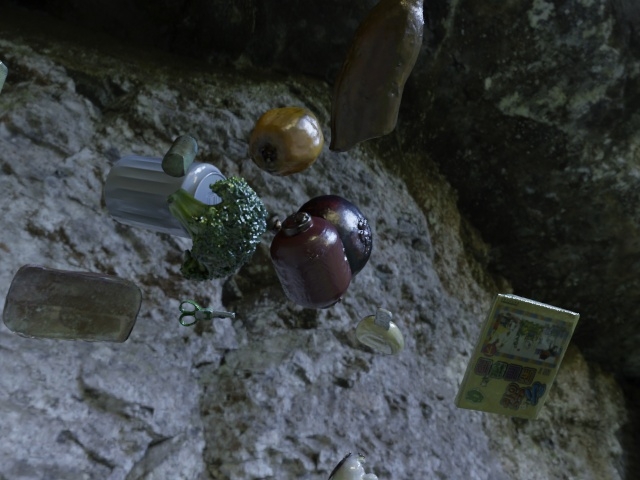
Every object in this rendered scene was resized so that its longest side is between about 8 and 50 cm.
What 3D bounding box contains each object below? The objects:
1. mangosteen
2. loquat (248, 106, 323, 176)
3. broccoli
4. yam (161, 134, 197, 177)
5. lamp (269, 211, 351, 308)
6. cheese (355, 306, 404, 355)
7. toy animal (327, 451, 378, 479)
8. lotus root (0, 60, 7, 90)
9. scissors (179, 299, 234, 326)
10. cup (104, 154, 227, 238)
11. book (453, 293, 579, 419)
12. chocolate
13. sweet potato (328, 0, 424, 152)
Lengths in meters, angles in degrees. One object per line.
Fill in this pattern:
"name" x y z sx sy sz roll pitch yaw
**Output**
"mangosteen" 0.016 0.005 1.526 0.293 0.297 0.297 -29 -49 14
"loquat" -0.094 -0.261 1.292 0.187 0.234 0.176 -8 -57 31
"broccoli" -0.257 -0.027 1.235 0.288 0.260 0.235 -52 -46 2
"yam" -0.352 -0.215 1.223 0.069 0.169 0.068 -3 -62 -6
"lamp" -0.027 0.047 1.153 0.180 0.180 0.257 -15 -61 10
"cheese" 0.144 0.208 1.156 0.127 0.054 0.251 22 -23 15
"toy animal" 0.071 0.401 0.755 0.085 0.124 0.070 -24 -38 -42
"lotus root" -0.730 -0.342 1.020 0.070 0.144 0.142 19 -90 -7
"scissors" -0.424 0.274 1.812 0.205 0.027 0.100 2 -72 -5
"cup" -0.463 -0.111 1.558 0.327 0.236 0.322 11 -34 22
"book" 0.314 0.187 0.771 0.168 0.013 0.192 15 -83 -19
"chocolate" -0.614 0.153 1.216 0.303 0.100 0.185 15 -76 -39
"sweet potato" 0.111 -0.343 0.982 0.158 0.157 0.369 9 -66 -13
